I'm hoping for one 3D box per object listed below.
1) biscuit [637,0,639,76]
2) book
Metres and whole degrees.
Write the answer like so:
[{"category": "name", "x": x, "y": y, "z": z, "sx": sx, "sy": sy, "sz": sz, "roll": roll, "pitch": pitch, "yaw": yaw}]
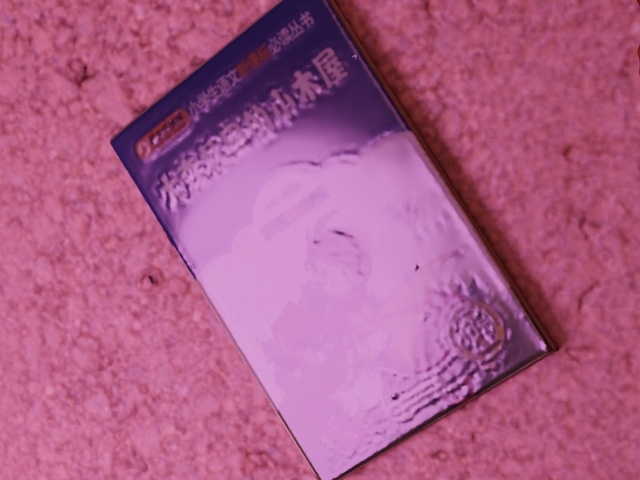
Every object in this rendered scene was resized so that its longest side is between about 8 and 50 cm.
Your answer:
[{"category": "biscuit", "x": 0.299, "y": -0.227, "z": 0.907, "sx": 0.318, "sy": 0.110, "sz": 0.312, "roll": -13, "pitch": 128, "yaw": 24}, {"category": "book", "x": 0.000, "y": 0.000, "z": 1.224, "sx": 0.228, "sy": 0.018, "sz": 0.322, "roll": -36, "pitch": 85, "yaw": 27}]
